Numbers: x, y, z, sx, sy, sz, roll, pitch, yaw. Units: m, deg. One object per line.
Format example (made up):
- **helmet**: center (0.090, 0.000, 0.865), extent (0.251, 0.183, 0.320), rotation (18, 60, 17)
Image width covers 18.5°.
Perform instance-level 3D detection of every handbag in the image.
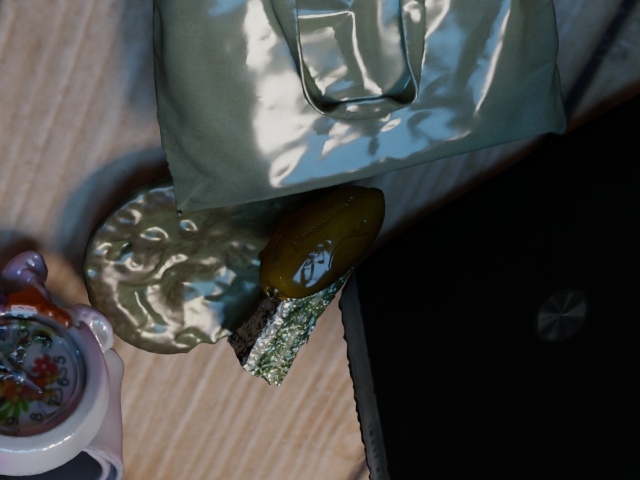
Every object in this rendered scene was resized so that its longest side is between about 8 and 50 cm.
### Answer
- **handbag**: center (0.023, -0.151, 1.471), extent (0.316, 0.109, 0.253), rotation (-11, 130, 1)

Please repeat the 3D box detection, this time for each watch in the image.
- **watch**: center (-0.289, 0.130, 1.672), extent (0.244, 0.196, 0.231), rotation (0, 156, -7)

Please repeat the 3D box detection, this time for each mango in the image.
- **mango**: center (0.000, 0.000, 1.594), extent (0.127, 0.077, 0.063), rotation (-40, 103, 7)

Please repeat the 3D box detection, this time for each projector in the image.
- **projector**: center (0.255, 0.118, 1.572), extent (0.405, 0.395, 0.242), rotation (-31, 130, 19)

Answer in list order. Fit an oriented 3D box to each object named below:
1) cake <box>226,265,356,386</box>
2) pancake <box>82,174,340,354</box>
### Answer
- **cake**: center (-0.021, 0.064, 1.665), extent (0.051, 0.055, 0.140), rotation (24, 122, -31)
- **pancake**: center (-0.082, 0.012, 1.657), extent (0.236, 0.042, 0.222), rotation (-25, 133, 11)
